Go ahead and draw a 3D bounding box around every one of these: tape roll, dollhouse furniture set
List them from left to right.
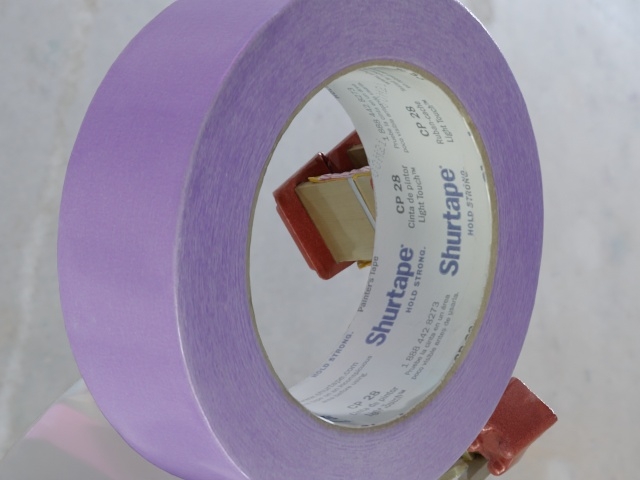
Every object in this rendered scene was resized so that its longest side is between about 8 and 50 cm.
[{"bbox_3d":[0.000,0.000,0.835,0.275,0.090,0.274,-7,100,-46],"label":"tape roll"},{"bbox_3d":[0.133,0.058,1.592,0.152,0.201,0.374,-37,107,-28],"label":"dollhouse furniture set"}]

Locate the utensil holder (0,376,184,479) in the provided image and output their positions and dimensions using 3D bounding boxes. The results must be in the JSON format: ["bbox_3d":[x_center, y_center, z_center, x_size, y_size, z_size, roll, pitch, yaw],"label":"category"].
[{"bbox_3d":[-0.033,0.294,1.155,0.327,0.385,0.327,-45,152,-32],"label":"utensil holder"}]
